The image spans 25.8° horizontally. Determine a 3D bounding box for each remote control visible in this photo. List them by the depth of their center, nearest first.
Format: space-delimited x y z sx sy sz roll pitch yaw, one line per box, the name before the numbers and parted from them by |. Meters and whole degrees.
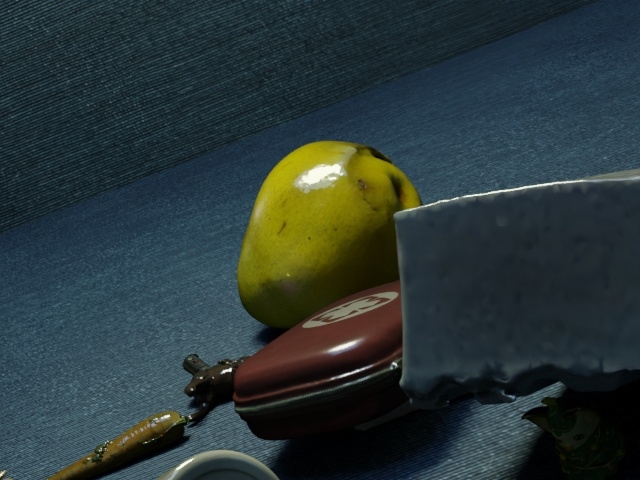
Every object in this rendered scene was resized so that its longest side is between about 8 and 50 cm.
remote control | -0.195 0.197 2.205 0.034 0.016 0.091 -22 15 -18

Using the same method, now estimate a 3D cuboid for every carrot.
carrot | -0.300 0.304 1.950 0.254 0.049 0.049 -27 16 -2

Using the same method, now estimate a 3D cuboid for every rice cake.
rice cake | 0.135 0.193 1.746 0.207 0.033 0.033 -19 14 9

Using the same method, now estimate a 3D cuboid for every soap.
soap | 0.329 0.030 1.505 0.350 0.213 0.435 -12 -2 39

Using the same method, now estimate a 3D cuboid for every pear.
pear | -0.001 0.001 2.160 0.336 0.285 0.285 -35 14 8

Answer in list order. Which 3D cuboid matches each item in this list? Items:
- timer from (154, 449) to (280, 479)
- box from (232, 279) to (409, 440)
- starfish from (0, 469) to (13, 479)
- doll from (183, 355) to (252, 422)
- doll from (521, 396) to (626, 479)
timer | -0.162 0.326 1.518 0.175 0.175 0.266 -32 6 -34
box | 0.056 0.139 1.798 0.263 0.108 0.404 -16 6 28
starfish | -0.465 0.383 1.895 0.133 0.041 0.130 -48 10 3
doll | -0.139 0.204 2.044 0.139 0.057 0.165 -22 10 11
doll | 0.263 0.185 1.429 0.078 0.113 0.077 -14 26 37
